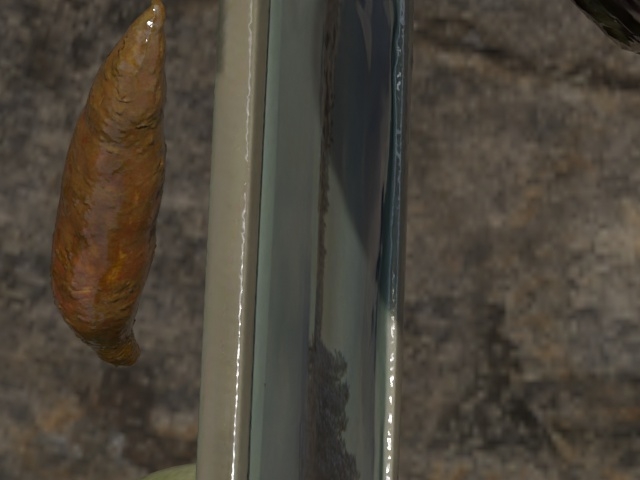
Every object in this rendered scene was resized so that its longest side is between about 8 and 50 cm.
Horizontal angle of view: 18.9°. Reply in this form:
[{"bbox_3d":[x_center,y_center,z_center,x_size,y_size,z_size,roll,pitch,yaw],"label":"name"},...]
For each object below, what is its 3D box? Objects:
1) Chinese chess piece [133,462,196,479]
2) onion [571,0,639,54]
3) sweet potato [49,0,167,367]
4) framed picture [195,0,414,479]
[{"bbox_3d":[-0.066,0.247,1.148,0.238,0.092,0.238,2,96,16],"label":"Chinese chess piece"},{"bbox_3d":[0.146,-0.160,0.372,0.341,0.341,0.341,3,135,3],"label":"onion"},{"bbox_3d":[-0.126,-0.026,1.142,0.072,0.066,0.314,41,141,26],"label":"sweet potato"},{"bbox_3d":[0.000,0.000,0.748,0.016,0.289,0.213,-1,169,18],"label":"framed picture"}]
